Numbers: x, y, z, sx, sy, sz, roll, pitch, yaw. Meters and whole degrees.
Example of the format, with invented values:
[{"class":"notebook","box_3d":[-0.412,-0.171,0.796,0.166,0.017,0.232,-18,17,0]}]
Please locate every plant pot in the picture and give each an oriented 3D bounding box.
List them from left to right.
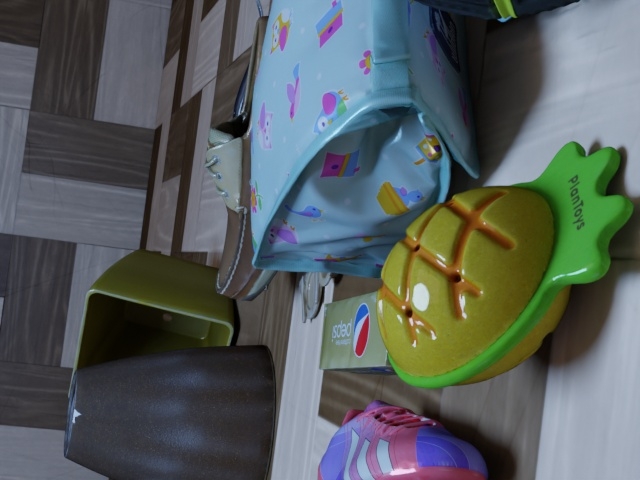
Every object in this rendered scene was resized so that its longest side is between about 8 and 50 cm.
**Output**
[{"class":"plant pot","box_3d":[-0.240,0.131,1.728,0.187,0.212,0.212,-82,7,-58]},{"class":"plant pot","box_3d":[-0.193,0.225,1.411,0.215,0.230,0.215,-173,90,-75]}]

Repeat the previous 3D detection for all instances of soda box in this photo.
[{"class":"soda box","box_3d":[0.052,0.074,0.890,0.181,0.061,0.058,154,122,-73]}]

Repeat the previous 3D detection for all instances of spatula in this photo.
[{"class":"spatula","box_3d":[-0.094,-0.315,1.708,0.084,0.030,0.296,-137,56,-70]}]

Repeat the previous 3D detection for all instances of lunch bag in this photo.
[{"class":"lunch bag","box_3d":[0.034,-0.121,0.876,0.262,0.160,0.223,112,161,-60]}]

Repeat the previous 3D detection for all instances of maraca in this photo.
[{"class":"maraca","box_3d":[0.104,0.015,0.669,0.185,0.099,0.127,-40,34,32]}]

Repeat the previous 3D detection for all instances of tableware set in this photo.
[{"class":"tableware set","box_3d":[0.000,0.000,1.209,0.169,0.020,0.141,125,149,-61]}]

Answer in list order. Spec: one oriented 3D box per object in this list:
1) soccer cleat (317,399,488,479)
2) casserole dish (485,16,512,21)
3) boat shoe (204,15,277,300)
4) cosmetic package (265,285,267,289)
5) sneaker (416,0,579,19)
[{"class":"soccer cleat","box_3d":[0.052,0.153,0.825,0.248,0.083,0.095,130,150,-68]},{"class":"casserole dish","box_3d":[0.142,-0.232,0.758,0.114,0.037,0.188,138,138,-68]},{"class":"boat shoe","box_3d":[-0.070,-0.096,1.266,0.122,0.120,0.324,-122,49,-69]},{"class":"cosmetic package","box_3d":[-0.082,-0.001,1.477,0.060,0.041,0.115,-120,40,-66]},{"class":"sneaker","box_3d":[0.152,-0.264,0.585,0.385,0.145,0.147,-48,28,48]}]
